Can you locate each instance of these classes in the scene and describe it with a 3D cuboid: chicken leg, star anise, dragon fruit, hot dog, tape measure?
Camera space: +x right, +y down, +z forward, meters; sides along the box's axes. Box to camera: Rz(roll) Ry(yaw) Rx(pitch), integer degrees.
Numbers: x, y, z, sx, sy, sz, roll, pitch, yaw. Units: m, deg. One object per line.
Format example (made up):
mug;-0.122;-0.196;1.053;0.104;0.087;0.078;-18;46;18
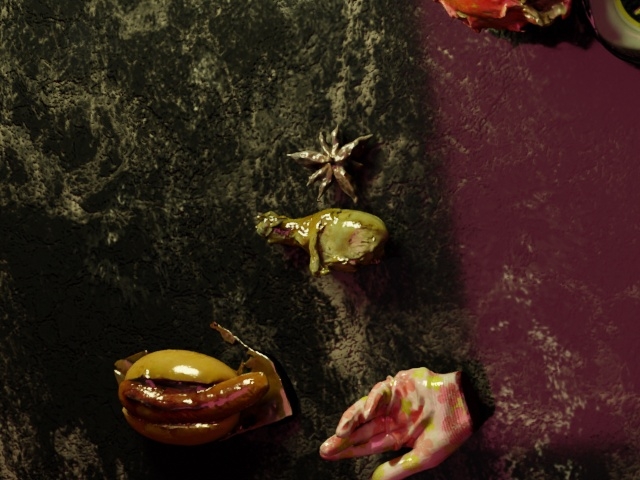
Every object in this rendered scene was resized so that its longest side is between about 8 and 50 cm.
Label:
chicken leg;0.000;0.000;1.604;0.228;0.088;0.103;2;111;22
star anise;0.009;-0.120;1.601;0.129;0.056;0.124;13;88;18
dragon fruit;0.238;-0.373;1.383;0.205;0.210;0.268;-45;46;21
hot dog;-0.216;0.247;1.705;0.326;0.107;0.194;-17;88;23
tape measure;0.437;-0.327;1.378;0.235;0.115;0.207;10;93;26

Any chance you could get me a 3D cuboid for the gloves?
gloves;0.114;0.279;1.565;0.241;0.126;0.145;-18;114;20
